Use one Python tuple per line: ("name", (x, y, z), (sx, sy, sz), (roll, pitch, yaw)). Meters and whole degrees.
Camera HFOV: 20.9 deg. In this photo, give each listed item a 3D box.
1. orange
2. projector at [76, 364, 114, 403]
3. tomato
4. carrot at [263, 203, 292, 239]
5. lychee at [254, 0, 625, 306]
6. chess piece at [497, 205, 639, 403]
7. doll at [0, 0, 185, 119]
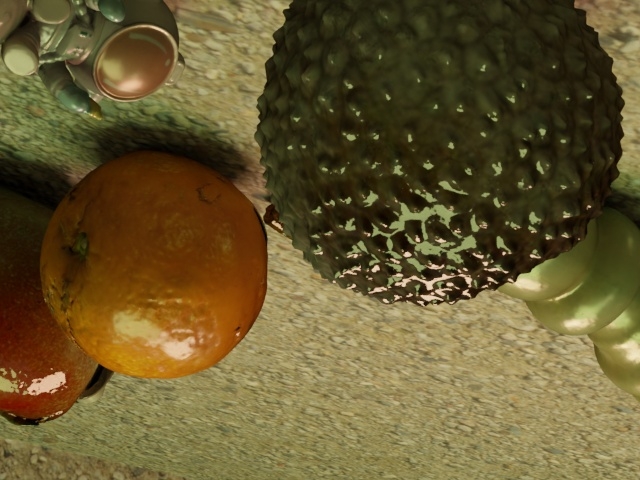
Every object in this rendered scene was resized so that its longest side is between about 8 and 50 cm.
("orange", (-0.175, 0.026, 1.854), (0.246, 0.246, 0.246), (11, 161, 4))
("projector", (-0.388, 0.119, 2.360), (0.242, 0.163, 0.177), (11, 162, 17))
("tomato", (-0.369, 0.063, 2.040), (0.303, 0.239, 0.303), (36, 177, 2))
("carrot", (0.000, 0.000, 1.978), (0.170, 0.042, 0.042), (29, 155, -36))
("lychee", (0.078, -0.091, 1.311), (0.300, 0.300, 0.300), (11, 161, 4))
("chess piece", (0.285, 0.043, 1.758), (0.330, 0.182, 0.182), (30, 154, -31))
("doll", (-0.238, -0.193, 1.442), (0.287, 0.151, 0.151), (18, 161, -37))
